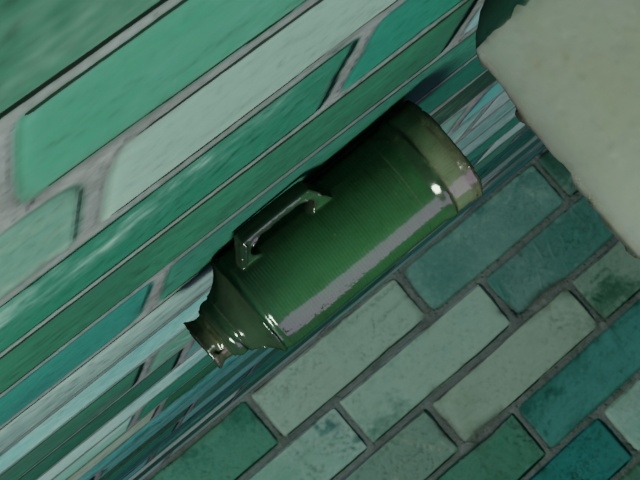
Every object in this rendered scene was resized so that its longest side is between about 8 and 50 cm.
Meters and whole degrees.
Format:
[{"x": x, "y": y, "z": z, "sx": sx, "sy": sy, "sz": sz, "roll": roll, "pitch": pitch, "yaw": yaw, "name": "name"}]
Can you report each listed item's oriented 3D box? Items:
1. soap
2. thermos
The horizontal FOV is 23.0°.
[{"x": 0.240, "y": -0.088, "z": 0.841, "sx": 0.159, "sy": 0.258, "sz": 0.302, "roll": -45, "pitch": 174, "yaw": 30, "name": "soap"}, {"x": 0.003, "y": 0.003, "z": 0.925, "sx": 0.187, "sy": 0.073, "sz": 0.083, "roll": -40, "pitch": 176, "yaw": -5, "name": "thermos"}]
